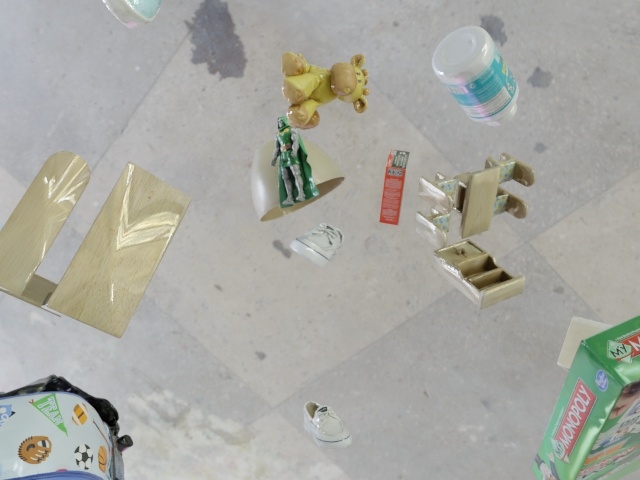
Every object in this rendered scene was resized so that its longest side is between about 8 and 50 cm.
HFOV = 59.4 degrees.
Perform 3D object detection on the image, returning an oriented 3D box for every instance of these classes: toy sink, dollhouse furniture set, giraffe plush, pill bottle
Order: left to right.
[{"bbox_3d":[-0.221,-0.009,0.465,0.144,0.123,0.151,33,159,-27],"label":"dollhouse furniture set"},{"bbox_3d":[0.021,-0.348,1.271,0.171,0.210,0.181,-2,114,16],"label":"giraffe plush"},{"bbox_3d":[0.396,-0.391,1.388,0.146,0.146,0.264,-25,143,28],"label":"pill bottle"},{"bbox_3d":[0.315,-0.018,1.084,0.212,0.161,0.242,-17,127,-23],"label":"dollhouse furniture set"},{"bbox_3d":[0.679,0.284,1.299,0.153,0.131,0.234,13,168,47],"label":"toy sink"}]

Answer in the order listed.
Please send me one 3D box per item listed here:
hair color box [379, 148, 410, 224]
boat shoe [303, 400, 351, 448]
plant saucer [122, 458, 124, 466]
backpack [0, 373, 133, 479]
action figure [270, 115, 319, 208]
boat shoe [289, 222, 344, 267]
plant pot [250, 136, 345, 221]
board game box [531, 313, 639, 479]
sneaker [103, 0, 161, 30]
[{"bbox_3d":[0.153,-0.109,1.159,0.043,0.072,0.141,10,130,9],"label":"hair color box"},{"bbox_3d":[0.005,0.209,0.645,0.035,0.100,0.035,-10,94,-20],"label":"boat shoe"},{"bbox_3d":[-0.582,0.535,1.244,0.278,0.278,0.041,13,137,12],"label":"plant saucer"},{"bbox_3d":[-0.347,0.275,0.603,0.277,0.213,0.263,-15,141,-20],"label":"backpack"},{"bbox_3d":[-0.081,-0.212,1.456,0.137,0.063,0.232,-16,80,35],"label":"action figure"},{"bbox_3d":[0.000,0.000,1.264,0.095,0.258,0.084,33,97,4],"label":"boat shoe"},{"bbox_3d":[-0.093,-0.203,1.658,0.284,0.284,0.191,-29,85,29],"label":"plant pot"},{"bbox_3d":[0.346,0.108,0.488,0.317,0.046,0.213,-19,136,-13],"label":"board game box"},{"bbox_3d":[-0.282,-0.525,0.939,0.150,0.365,0.135,-17,153,31],"label":"sneaker"}]
